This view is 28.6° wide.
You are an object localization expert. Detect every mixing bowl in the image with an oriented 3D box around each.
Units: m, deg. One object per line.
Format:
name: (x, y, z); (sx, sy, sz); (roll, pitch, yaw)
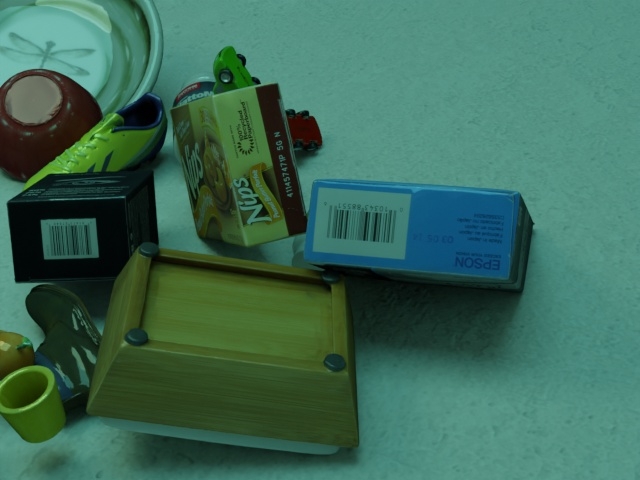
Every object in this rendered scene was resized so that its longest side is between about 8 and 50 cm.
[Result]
mixing bowl: (-0.422, -0.189, 1.879); (0.181, 0.098, 0.181); (0, 68, -1)

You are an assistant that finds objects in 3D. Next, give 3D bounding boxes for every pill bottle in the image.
pill bottle: (-0.173, -0.184, 1.914); (0.108, 0.108, 0.180); (-7, 33, -4)
pill bottle: (0.000, 0.000, 1.654); (0.065, 0.065, 0.116); (6, 35, 15)

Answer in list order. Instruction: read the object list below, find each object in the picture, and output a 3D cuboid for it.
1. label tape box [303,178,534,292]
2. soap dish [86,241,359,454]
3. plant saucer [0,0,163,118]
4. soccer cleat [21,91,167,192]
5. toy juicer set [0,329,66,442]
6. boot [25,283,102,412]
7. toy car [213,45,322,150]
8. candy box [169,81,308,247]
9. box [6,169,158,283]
label tape box: (0.137, 0.002, 1.562); (0.241, 0.106, 0.334); (5, -5, 14)
soap dish: (-0.098, 0.115, 1.394); (0.291, 0.118, 0.229); (8, 34, -6)
plant saucer: (-0.451, -0.292, 2.026); (0.400, 0.100, 0.400); (1, 67, -2)
soccer cleat: (-0.331, -0.127, 1.822); (0.093, 0.121, 0.289); (32, 45, 18)
toy juicer set: (-0.451, 0.186, 1.360); (0.329, 0.089, 0.209); (-25, 38, -9)
boot: (-0.316, 0.126, 1.484); (0.106, 0.082, 0.219); (-26, 41, -34)
toy car: (-0.097, -0.177, 1.820); (0.053, 0.225, 0.239); (-19, 25, 29)
candy box: (-0.110, -0.094, 1.591); (0.087, 0.183, 0.316); (-13, 6, -14)
box: (-0.301, -0.022, 1.626); (0.153, 0.108, 0.207); (-2, 12, 4)
